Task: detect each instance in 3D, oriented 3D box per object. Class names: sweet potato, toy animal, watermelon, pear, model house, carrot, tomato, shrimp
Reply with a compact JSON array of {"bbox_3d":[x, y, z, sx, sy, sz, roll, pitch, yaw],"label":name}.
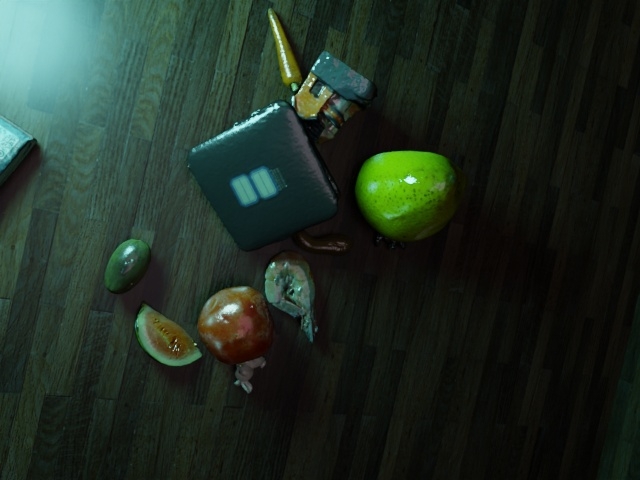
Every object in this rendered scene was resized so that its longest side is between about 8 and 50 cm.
[{"bbox_3d":[-0.002,0.005,1.485,0.233,0.062,0.081,12,75,-19],"label":"sweet potato"},{"bbox_3d":[-0.228,0.397,1.427,0.124,0.071,0.085,-52,129,-18],"label":"toy animal"},{"bbox_3d":[0.250,0.000,1.590,0.135,0.047,0.065,15,82,-17],"label":"toy animal"},{"bbox_3d":[-0.455,0.291,1.337,0.245,0.063,0.119,48,64,-18],"label":"watermelon"},{"bbox_3d":[0.308,-0.137,1.446,0.342,0.318,0.238,27,65,-20],"label":"pear"},{"bbox_3d":[0.002,-0.367,1.358,0.190,0.271,0.301,38,97,-6],"label":"model house"},{"bbox_3d":[-0.112,-0.576,1.391,0.061,0.061,0.257,-19,92,-19],"label":"carrot"},{"bbox_3d":[-0.244,0.248,1.336,0.232,0.188,0.232,1,87,-16],"label":"tomato"},{"bbox_3d":[-0.086,0.189,1.470,0.164,0.062,0.317,-16,97,-15],"label":"shrimp"}]

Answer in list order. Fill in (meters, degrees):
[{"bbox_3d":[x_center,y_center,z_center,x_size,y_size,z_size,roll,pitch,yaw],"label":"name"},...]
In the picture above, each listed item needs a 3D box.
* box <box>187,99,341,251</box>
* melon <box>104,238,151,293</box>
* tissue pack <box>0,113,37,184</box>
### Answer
[{"bbox_3d":[-0.156,-0.171,1.305,0.350,0.091,0.359,-24,110,13],"label":"box"},{"bbox_3d":[-0.530,0.072,1.260,0.099,0.099,0.162,30,83,-22],"label":"melon"},{"bbox_3d":[-0.890,-0.252,1.081,0.315,0.103,0.228,37,80,-22],"label":"tissue pack"}]
